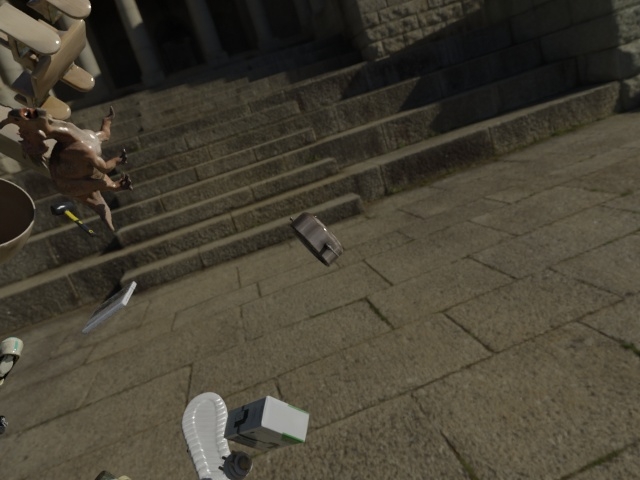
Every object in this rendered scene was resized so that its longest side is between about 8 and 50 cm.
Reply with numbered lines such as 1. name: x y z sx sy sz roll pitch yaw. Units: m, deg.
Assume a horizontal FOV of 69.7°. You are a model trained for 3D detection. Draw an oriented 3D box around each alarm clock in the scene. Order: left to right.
1. alarm clock: 0.000 0.000 1.009 0.064 0.129 0.192 -42 25 -4

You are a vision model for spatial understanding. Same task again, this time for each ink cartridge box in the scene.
1. ink cartridge box: -0.159 0.532 1.320 0.208 0.153 0.087 -34 34 40

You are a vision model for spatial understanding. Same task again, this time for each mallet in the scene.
1. mallet: -0.756 -0.060 1.400 0.189 0.039 0.062 37 34 29

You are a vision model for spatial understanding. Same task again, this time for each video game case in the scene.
1. video game case: -0.776 0.246 1.695 0.190 0.022 0.173 -36 22 5

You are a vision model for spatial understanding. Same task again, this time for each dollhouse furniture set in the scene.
1. dollhouse furniture set: -0.707 -0.397 1.217 0.362 0.256 0.394 -28 35 61

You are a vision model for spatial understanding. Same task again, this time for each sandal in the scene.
1. sandal: -0.412 0.734 1.664 0.169 0.102 0.416 -5 30 -17

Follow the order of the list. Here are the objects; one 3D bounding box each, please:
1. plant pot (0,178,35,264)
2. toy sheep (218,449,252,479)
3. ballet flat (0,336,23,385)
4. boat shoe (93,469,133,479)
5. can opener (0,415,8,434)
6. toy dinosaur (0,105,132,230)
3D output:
1. plant pot: -0.969 -0.022 1.289 0.284 0.284 0.191 -35 -17 -48
2. toy sheep: -0.258 0.688 1.402 0.132 0.091 0.091 -40 -2 39
3. ballet flat: -0.676 0.273 0.956 0.168 0.057 0.052 -52 45 16
4. boat shoe: -0.550 0.709 1.261 0.089 0.285 0.105 21 59 11
5. can opener: -1.067 0.584 1.482 0.073 0.059 0.186 -24 -27 -31
6. toy dinosaur: -0.505 -0.154 0.934 0.200 0.296 0.127 -14 41 -26
